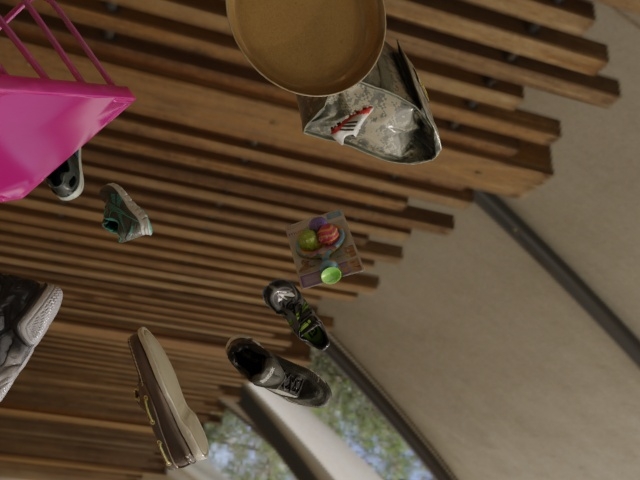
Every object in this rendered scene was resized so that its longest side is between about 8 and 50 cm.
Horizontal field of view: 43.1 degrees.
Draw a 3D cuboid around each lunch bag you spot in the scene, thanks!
[{"bbox_3d":[0.104,-0.288,1.577,0.169,0.287,0.235,-54,-147,36],"label":"lunch bag"}]

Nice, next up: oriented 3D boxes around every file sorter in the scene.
[{"bbox_3d":[-0.378,-0.159,0.832,0.202,0.182,0.290,-37,178,16],"label":"file sorter"}]

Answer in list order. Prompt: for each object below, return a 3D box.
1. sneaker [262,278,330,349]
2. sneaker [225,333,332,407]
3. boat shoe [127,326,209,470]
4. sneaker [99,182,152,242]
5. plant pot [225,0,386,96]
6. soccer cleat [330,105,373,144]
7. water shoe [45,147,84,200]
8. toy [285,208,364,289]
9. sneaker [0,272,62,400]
[{"bbox_3d":[-0.040,0.145,1.583,0.067,0.188,0.078,-44,-153,-9],"label":"sneaker"},{"bbox_3d":[-0.086,0.261,1.565,0.078,0.234,0.106,-60,177,1],"label":"sneaker"},{"bbox_3d":[-0.356,0.351,1.789,0.116,0.096,0.324,-64,129,-83],"label":"boat shoe"},{"bbox_3d":[-0.399,-0.054,1.580,0.166,0.076,0.065,38,-34,37],"label":"sneaker"},{"bbox_3d":[-0.021,-0.309,1.105,0.032,0.236,0.236,-8,-109,66],"label":"plant pot"},{"bbox_3d":[0.054,-0.185,1.297,0.083,0.035,0.029,-36,-165,-15],"label":"soccer cleat"},{"bbox_3d":[-0.484,-0.173,1.495,0.080,0.073,0.203,68,-1,-66],"label":"water shoe"},{"bbox_3d":[0.000,0.000,1.742,0.237,0.137,0.056,-108,180,-51],"label":"toy"},{"bbox_3d":[-0.529,0.149,1.279,0.268,0.153,0.101,-54,-168,17],"label":"sneaker"}]
